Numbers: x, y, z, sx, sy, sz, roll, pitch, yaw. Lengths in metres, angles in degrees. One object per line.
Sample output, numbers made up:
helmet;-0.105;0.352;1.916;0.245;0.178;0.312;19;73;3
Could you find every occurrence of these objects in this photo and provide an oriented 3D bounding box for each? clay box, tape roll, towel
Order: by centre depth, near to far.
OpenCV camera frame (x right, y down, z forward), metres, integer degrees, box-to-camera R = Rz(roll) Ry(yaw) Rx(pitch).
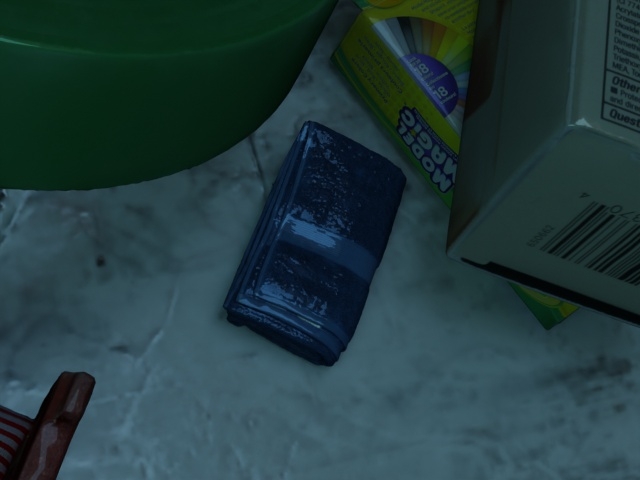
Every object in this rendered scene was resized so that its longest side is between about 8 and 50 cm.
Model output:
tape roll;-0.140;-0.165;0.558;0.321;0.077;0.321;16;44;-16
towel;0.000;0.000;0.665;0.067;0.029;0.119;26;60;-9
clay box;0.105;-0.076;0.726;0.127;0.053;0.222;-32;79;-31

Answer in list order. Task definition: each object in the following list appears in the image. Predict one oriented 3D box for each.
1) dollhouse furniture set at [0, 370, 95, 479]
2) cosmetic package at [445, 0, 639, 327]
dollhouse furniture set;-0.175;-0.020;0.536;0.201;0.152;0.374;21;61;-10
cosmetic package;0.167;-0.118;0.664;0.153;0.129;0.296;20;58;-12
